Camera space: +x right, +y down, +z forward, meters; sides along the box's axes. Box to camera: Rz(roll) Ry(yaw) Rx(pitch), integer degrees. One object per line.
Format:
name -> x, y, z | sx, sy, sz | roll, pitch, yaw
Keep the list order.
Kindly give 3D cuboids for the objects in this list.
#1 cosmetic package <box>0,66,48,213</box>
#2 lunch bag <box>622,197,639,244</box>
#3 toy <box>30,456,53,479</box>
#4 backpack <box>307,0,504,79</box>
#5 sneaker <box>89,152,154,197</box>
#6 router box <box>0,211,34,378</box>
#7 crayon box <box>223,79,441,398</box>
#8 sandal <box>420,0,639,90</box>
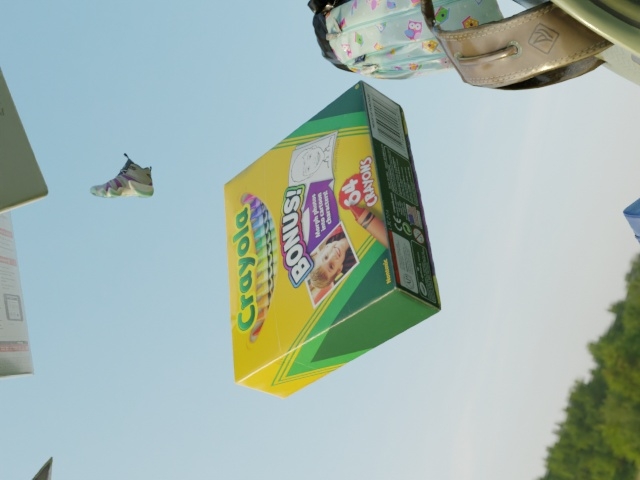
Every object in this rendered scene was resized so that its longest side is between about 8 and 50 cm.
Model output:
cosmetic package -> -0.514, -0.218, 1.088 | 0.230, 0.161, 0.453 | -27, -79, -48
lunch bag -> 0.435, -0.023, 1.220 | 0.067, 0.098, 0.065 | -35, -75, -12
toy -> -0.226, 0.302, 0.745 | 0.137, 0.056, 0.237 | -59, -20, -60
backpack -> 0.094, -0.211, 0.916 | 0.152, 0.182, 0.115 | -27, -74, -26
sneaker -> -0.305, -0.100, 1.483 | 0.098, 0.038, 0.069 | -1, -91, -27
router box -> -0.563, 0.079, 1.539 | 0.335, 0.082, 0.301 | 83, 176, -83
crayon box -> 0.000, 0.000, 1.410 | 0.106, 0.313, 0.362 | 27, -137, -38
sandal -> 0.130, -0.118, 0.570 | 0.086, 0.303, 0.120 | -61, -16, 12
